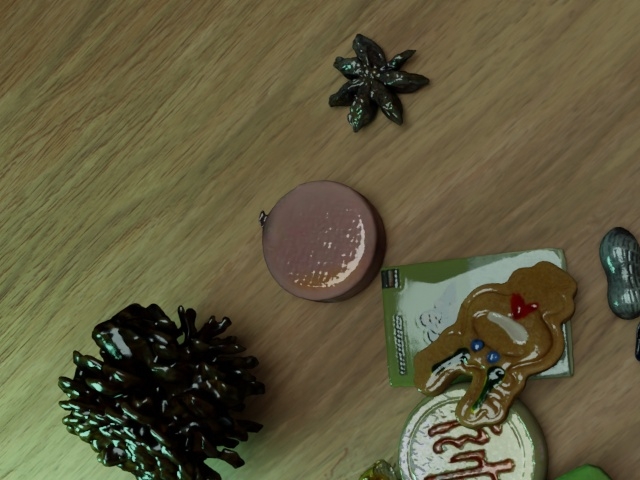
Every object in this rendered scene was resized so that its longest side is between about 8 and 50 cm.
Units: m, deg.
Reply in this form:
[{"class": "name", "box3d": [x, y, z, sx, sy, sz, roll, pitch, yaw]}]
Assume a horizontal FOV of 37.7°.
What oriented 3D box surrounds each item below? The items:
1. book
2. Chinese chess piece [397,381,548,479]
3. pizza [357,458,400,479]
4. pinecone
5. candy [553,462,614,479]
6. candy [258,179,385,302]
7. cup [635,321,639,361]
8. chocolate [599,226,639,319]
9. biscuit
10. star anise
[{"class": "book", "box3d": [0.290, 0.148, 1.763, 0.352, 0.035, 0.239, -7, 81, 20]}, {"class": "Chinese chess piece", "box3d": [0.274, 0.391, 1.696, 0.270, 0.112, 0.270, -3, 80, 20]}, {"class": "pizza", "box3d": [0.069, 0.576, 1.721, 0.074, 0.182, 0.365, 13, 109, -19]}, {"class": "pinecone", "box3d": [-0.285, 0.300, 1.803, 0.398, 0.398, 0.397, -3, 82, 21]}, {"class": "candy", "box3d": [0.356, 0.508, 1.545, 0.344, 0.142, 0.132, -37, 99, 3]}, {"class": "candy", "box3d": [0.000, 0.000, 1.866, 0.255, 0.094, 0.255, -3, 82, 21]}, {"class": "cup", "box3d": [0.607, 0.185, 1.590, 0.150, 0.113, 0.138, 20, 88, 21]}, {"class": "chocolate", "box3d": [0.535, 0.058, 1.659, 0.072, 0.072, 0.167, -9, 82, 20]}, {"class": "biscuit", "box3d": [0.320, 0.174, 1.661, 0.334, 0.047, 0.202, -46, 59, -6]}, {"class": "star anise", "box3d": [0.102, -0.309, 1.881, 0.212, 0.073, 0.196, 23, 89, 25]}]
